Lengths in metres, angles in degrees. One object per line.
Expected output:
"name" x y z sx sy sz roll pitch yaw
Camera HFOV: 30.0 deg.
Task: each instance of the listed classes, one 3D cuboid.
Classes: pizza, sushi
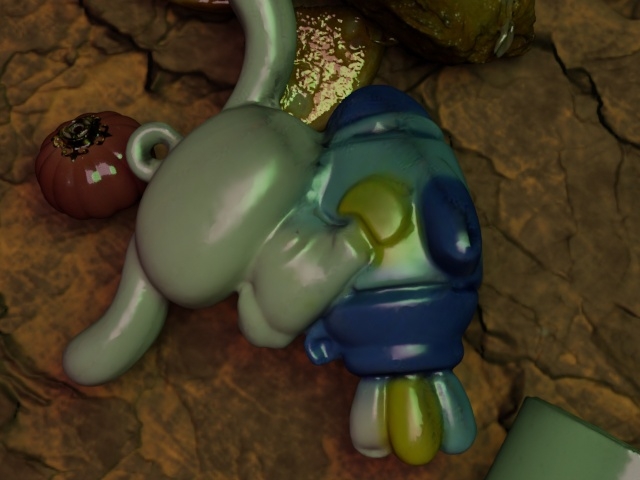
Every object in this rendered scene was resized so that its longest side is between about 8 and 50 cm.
"pizza" -0.015 -0.163 1.091 0.131 0.041 0.178 25 84 3
"sushi" 0.076 -0.263 1.024 0.296 0.167 0.179 34 82 -4

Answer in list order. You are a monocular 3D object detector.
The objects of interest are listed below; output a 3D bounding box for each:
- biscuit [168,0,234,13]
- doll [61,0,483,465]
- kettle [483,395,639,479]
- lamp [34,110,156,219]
"biscuit" -0.069 -0.273 1.097 0.224 0.033 0.145 -20 68 -4
"doll" 0.002 -0.002 0.999 0.365 0.187 0.376 25 108 6
"kettle" 0.196 0.318 0.962 0.205 0.265 0.318 25 83 37
"lamp" -0.199 -0.067 1.059 0.107 0.092 0.108 -8 49 10
